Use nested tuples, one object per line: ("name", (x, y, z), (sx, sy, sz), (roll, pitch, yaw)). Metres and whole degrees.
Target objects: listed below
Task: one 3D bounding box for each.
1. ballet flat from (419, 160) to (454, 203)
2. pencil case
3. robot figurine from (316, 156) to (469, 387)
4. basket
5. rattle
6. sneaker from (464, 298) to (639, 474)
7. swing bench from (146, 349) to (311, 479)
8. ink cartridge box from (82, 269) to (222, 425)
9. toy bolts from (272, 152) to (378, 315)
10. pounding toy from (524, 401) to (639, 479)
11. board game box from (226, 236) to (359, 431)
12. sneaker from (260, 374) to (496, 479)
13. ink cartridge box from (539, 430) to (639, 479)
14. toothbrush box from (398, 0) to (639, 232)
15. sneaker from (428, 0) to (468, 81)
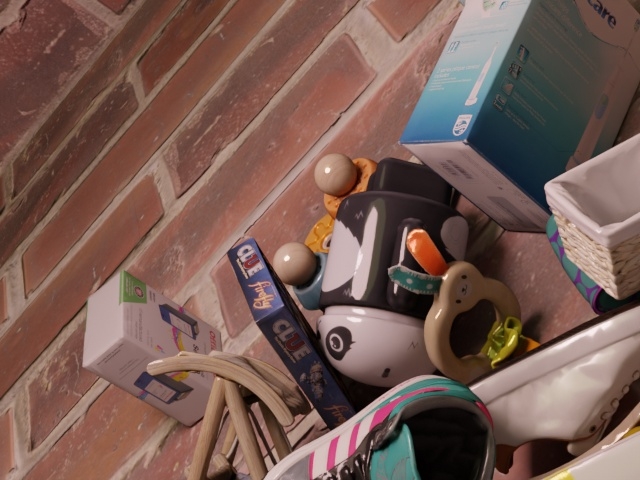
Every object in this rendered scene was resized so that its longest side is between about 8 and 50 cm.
("ballet flat", (0.158, -0.094, 1.534), (0.072, 0.068, 0.213), (-15, 49, 48))
("pencil case", (0.306, 0.017, 1.237), (0.070, 0.064, 0.152), (-53, 30, 24))
("robot figurine", (0.087, 0.042, 1.375), (0.173, 0.209, 0.278), (2, 74, 32))
("basket", (0.334, -0.031, 1.145), (0.167, 0.103, 0.113), (-26, 38, -10))
("rattle", (0.173, 0.087, 1.213), (0.130, 0.200, 0.143), (-28, 29, 0))
("sneaker", (0.287, 0.147, 1.140), (0.290, 0.106, 0.123), (-30, 82, 15))
("swing bench", (-0.088, 0.250, 1.258), (0.253, 0.165, 0.255), (49, -142, -84))
("ink cartridge box", (-0.253, 0.167, 1.704), (0.093, 0.212, 0.154), (-37, 35, 20))
("toy bolts", (0.000, 0.000, 1.570), (0.218, 0.158, 0.228), (-17, 47, 45))
("pounding toy", (0.226, 0.245, 1.046), (0.269, 0.154, 0.155), (-46, 33, 13))
("board game box", (-0.029, 0.130, 1.410), (0.042, 0.243, 0.165), (-31, 35, 1))
("sneaker", (0.050, 0.232, 1.015), (0.295, 0.124, 0.178), (-38, 5, -16))
("ink cartridge box", (0.236, 0.310, 0.819), (0.384, 0.160, 0.279), (-31, 66, 18))
("toothbrush box", (0.259, -0.187, 1.346), (0.126, 0.216, 0.295), (7, 67, 55))
("sneaker", (0.234, -0.311, 1.587), (0.319, 0.127, 0.208), (-47, 33, -5))
